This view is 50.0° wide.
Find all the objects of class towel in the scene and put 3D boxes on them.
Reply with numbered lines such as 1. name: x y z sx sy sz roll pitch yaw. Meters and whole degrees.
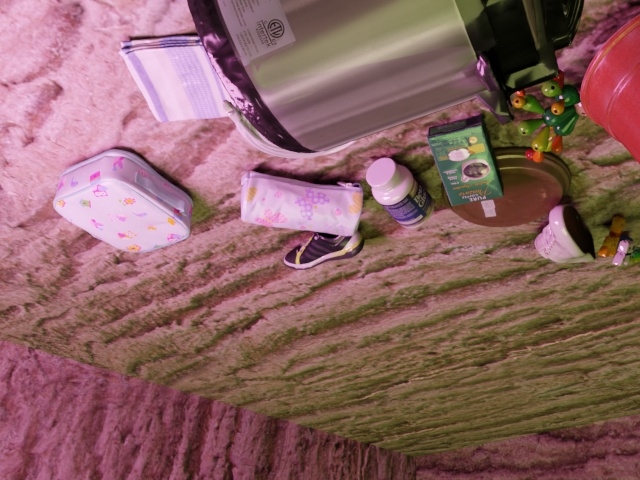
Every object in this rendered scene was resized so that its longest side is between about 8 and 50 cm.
1. towel: -0.197 -0.290 1.248 0.284 0.034 0.209 -2 150 8

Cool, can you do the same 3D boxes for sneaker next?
1. sneaker: 0.000 0.000 1.703 0.234 0.084 0.097 -16 120 28
2. sneaker: 0.545 0.001 1.575 0.123 0.106 0.290 -9 158 28

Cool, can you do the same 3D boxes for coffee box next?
1. coffee box: 0.292 -0.156 1.374 0.113 0.040 0.184 -11 129 24

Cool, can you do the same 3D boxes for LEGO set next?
1. LEGO set: 0.713 -0.004 1.591 0.227 0.093 0.087 -4 -161 -46

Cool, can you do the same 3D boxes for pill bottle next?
1. pill bottle: 0.168 -0.103 1.467 0.094 0.094 0.169 -16 145 29

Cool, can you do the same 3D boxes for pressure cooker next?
1. pressure cooker: 0.094 -0.322 0.823 0.420 0.376 0.370 -17 142 23

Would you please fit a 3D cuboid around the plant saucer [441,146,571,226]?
1. plant saucer: 0.405 -0.104 1.499 0.277 0.041 0.278 2 150 1

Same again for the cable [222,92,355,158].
1. cable: -0.029 -0.244 1.217 0.257 0.089 0.257 -15 152 6

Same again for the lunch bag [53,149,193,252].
1. lunch bag: -0.430 -0.083 1.549 0.224 0.108 0.279 -20 144 26

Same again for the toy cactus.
1. toy cactus: 0.437 -0.237 1.237 0.180 0.112 0.219 -22 143 5

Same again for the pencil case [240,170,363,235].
1. pencil case: -0.042 -0.082 1.508 0.273 0.114 0.124 6 139 -5

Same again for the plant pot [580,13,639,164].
1. plant pot: 0.589 -0.188 1.054 0.272 0.265 0.272 -9 142 -7
